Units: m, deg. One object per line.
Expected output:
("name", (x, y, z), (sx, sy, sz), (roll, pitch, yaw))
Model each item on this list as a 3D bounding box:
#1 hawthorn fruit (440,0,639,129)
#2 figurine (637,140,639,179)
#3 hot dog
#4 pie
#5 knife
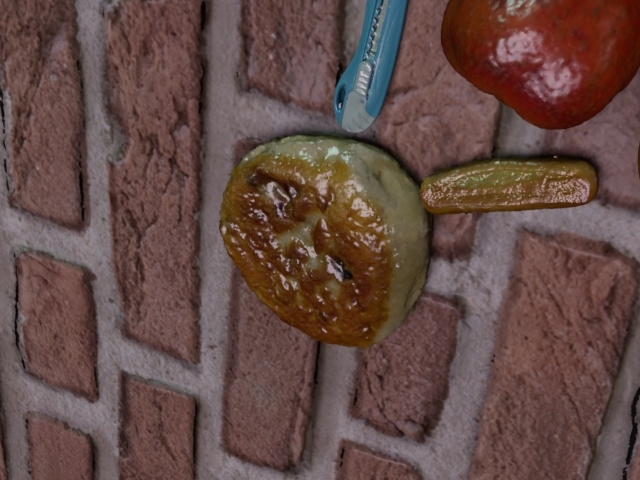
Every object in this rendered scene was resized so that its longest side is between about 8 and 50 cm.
("hawthorn fruit", (0.247, -0.237, 1.059), (0.207, 0.207, 0.243), (32, 101, 7))
("figurine", (0.445, -0.073, 1.057), (0.257, 0.167, 0.192), (11, 112, -4))
("hot dog", (0.221, -0.067, 1.251), (0.216, 0.047, 0.066), (-5, 101, 31))
("pie", (0.000, 0.000, 1.385), (0.315, 0.092, 0.315), (15, 126, 21))
("knife", (0.059, -0.222, 1.252), (0.064, 0.031, 0.222), (27, 127, 16))
